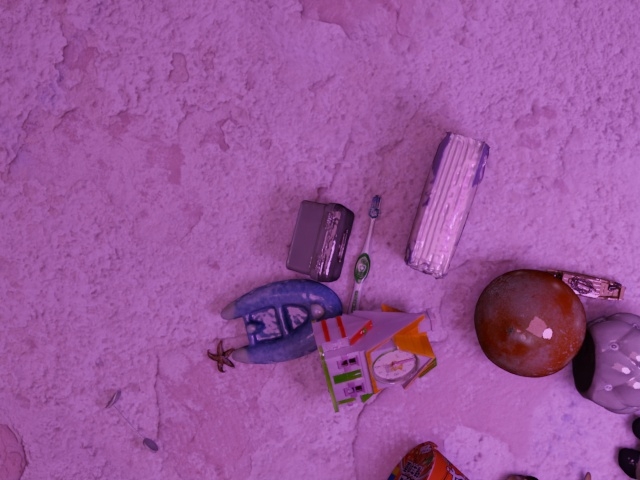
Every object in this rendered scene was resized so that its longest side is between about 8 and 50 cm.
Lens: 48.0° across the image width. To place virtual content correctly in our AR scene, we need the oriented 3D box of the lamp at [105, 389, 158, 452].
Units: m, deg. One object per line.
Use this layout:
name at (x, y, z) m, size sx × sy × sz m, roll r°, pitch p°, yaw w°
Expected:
lamp at (-0.514, 0.506, 1.996) m, size 0.198 × 0.050 × 0.056 m, roll 44°, pitch 94°, yaw 5°

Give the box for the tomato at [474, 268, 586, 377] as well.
tomato at (0.502, 0.205, 1.757) m, size 0.270 × 0.222 × 0.270 m, roll 6°, pitch 102°, yaw 31°

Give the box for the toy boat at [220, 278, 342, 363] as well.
toy boat at (-0.103, 0.216, 1.903) m, size 0.330 × 0.123 × 0.215 m, roll -13°, pitch 88°, yaw 9°

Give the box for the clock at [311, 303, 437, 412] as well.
clock at (0.153, 0.283, 1.822) m, size 0.309 × 0.166 × 0.235 m, roll -15°, pitch 128°, yaw -2°

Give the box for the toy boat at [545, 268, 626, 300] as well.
toy boat at (0.670, 0.115, 1.825) m, size 0.200 × 0.077 × 0.057 m, roll 12°, pitch 92°, yaw 7°

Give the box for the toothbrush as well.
toothbrush at (0.110, 0.084, 1.920) m, size 0.042 × 0.040 × 0.418 m, roll 13°, pitch 97°, yaw 9°

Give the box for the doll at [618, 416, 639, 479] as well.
doll at (0.846, 0.520, 1.774) m, size 0.135 × 0.143 × 0.234 m, roll 10°, pitch 106°, yaw -16°

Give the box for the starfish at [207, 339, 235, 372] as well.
starfish at (-0.271, 0.317, 1.973) m, size 0.078 × 0.028 × 0.091 m, roll -5°, pitch 88°, yaw 1°

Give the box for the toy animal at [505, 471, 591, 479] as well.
toy animal at (0.581, 0.682, 1.833) m, size 0.233 × 0.121 × 0.168 m, roll -5°, pitch 80°, yaw 4°

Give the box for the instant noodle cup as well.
instant noodle cup at (0.286, 0.663, 1.814) m, size 0.192 × 0.250 × 0.250 m, roll 37°, pitch 95°, yaw -4°

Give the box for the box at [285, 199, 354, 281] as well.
box at (0.000, 0.000, 1.876) m, size 0.129 × 0.148 × 0.210 m, roll 14°, pitch 91°, yaw 15°

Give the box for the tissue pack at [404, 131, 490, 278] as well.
tissue pack at (0.306, -0.084, 1.785) m, size 0.125 × 0.242 × 0.343 m, roll 19°, pitch 94°, yaw 5°

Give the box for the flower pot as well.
flower pot at (0.734, 0.298, 1.745) m, size 0.195 × 0.246 × 0.246 m, roll 4°, pitch 92°, yaw 2°
